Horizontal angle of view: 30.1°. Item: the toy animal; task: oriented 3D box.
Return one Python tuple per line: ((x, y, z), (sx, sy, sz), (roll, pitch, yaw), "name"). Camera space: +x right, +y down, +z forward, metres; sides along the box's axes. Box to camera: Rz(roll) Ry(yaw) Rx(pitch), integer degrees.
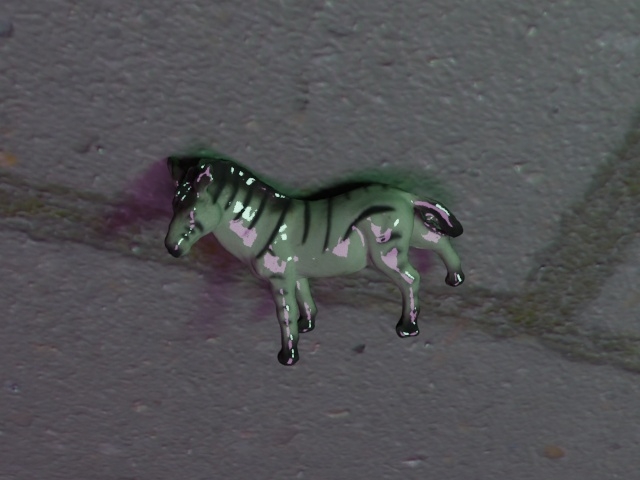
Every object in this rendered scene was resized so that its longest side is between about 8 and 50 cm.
((-0.002, -0.002, 0.896), (0.217, 0.073, 0.176), (-14, 117, 0), "toy animal")
